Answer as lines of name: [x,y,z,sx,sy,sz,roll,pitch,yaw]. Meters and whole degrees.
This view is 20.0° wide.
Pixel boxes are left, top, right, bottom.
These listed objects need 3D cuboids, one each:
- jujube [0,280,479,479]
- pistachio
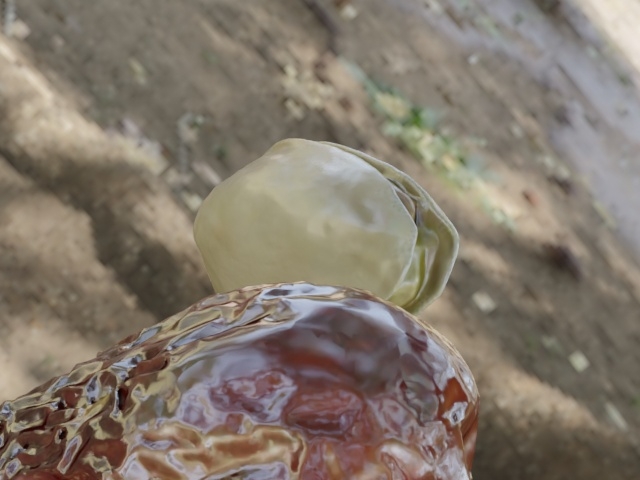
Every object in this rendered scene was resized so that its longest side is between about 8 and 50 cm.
jujube: [-0.043,0.105,0.829,0.168,0.236,0.168,-7,90,-83]
pistachio: [0.000,0.000,1.312,0.126,0.223,0.152,14,80,-46]
